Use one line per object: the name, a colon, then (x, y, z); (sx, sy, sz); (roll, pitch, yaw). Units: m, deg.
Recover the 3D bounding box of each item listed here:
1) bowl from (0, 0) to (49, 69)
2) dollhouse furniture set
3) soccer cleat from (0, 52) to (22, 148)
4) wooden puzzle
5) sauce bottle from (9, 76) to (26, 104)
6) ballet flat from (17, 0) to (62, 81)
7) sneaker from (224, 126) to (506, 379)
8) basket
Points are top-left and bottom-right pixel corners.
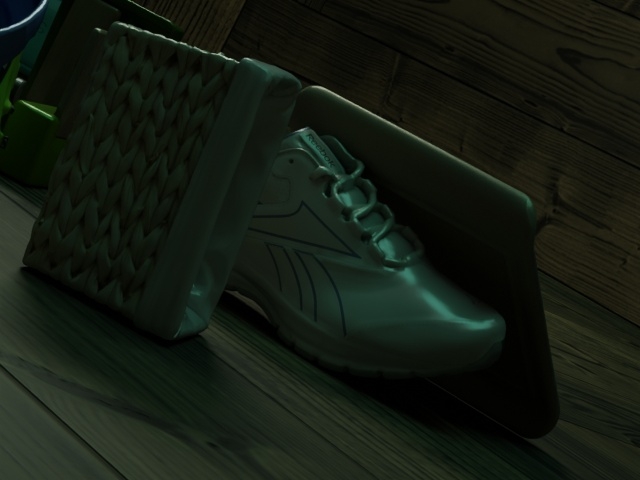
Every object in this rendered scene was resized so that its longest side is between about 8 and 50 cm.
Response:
bowl: (-0.365, -0.199, 1.226); (0.391, 0.077, 0.391); (22, 25, -11)
dollhouse furniture set: (-0.292, -0.174, 1.517); (0.301, 0.151, 0.197); (28, 5, 11)
soccer cleat: (-0.243, -0.144, 1.378); (0.072, 0.179, 0.060); (16, -13, -19)
wooden puzzle: (0.081, 0.013, 1.400); (0.221, 0.044, 0.239); (30, -32, 33)
sauce bottle: (-0.339, -0.169, 1.840); (0.128, 0.042, 0.042); (25, 5, 6)
ballet flat: (-0.397, -0.252, 1.943); (0.483, 0.164, 0.182); (32, -17, -12)
sneaker: (0.000, 0.000, 1.328); (0.297, 0.129, 0.111); (27, 22, 24)
basket: (-0.093, -0.038, 1.136); (0.103, 0.167, 0.113); (21, 4, 8)
